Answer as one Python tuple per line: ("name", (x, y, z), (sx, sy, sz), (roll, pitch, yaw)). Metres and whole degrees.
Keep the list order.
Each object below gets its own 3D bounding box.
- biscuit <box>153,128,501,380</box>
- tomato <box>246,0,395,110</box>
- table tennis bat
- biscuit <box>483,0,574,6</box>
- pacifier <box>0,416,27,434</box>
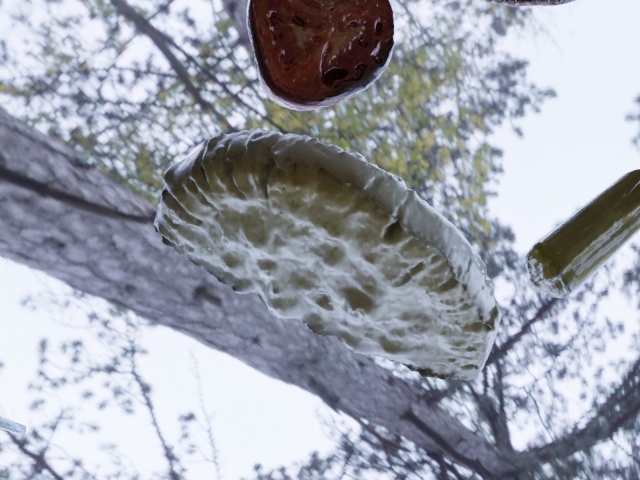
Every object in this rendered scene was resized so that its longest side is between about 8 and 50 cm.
("biscuit", (0.000, 0.000, 0.820), (0.281, 0.179, 0.084), (24, -122, 13))
("tomato", (-0.002, -0.218, 1.279), (0.174, 0.082, 0.166), (-7, -104, -22))
("table tennis bat", (0.289, -0.057, 0.971), (0.321, 0.198, 0.050), (-38, -97, -26))
("biscuit", (0.251, -0.345, 1.309), (0.220, 0.066, 0.220), (-5, -131, 6))
("pacifier", (-0.474, 0.203, 1.250), (0.227, 0.279, 0.207), (-4, -116, 48))
